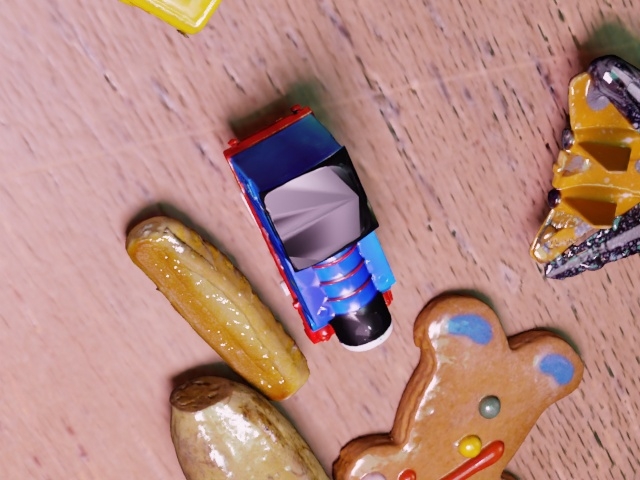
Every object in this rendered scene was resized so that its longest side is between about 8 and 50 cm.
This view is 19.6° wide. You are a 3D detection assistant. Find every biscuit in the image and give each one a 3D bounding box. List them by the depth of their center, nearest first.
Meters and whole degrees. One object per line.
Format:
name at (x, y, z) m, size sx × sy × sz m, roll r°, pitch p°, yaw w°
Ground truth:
biscuit at (0.114, 0.213, 1.678) m, size 0.205 × 0.049 × 0.324 m, roll 22°, pitch 105°, yaw -30°

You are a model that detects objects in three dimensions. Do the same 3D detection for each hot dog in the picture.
hot dog at (-0.077, 0.052, 1.520) m, size 0.066 × 0.047 × 0.216 m, roll -21°, pitch 127°, yaw 31°

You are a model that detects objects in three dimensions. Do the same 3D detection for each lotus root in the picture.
lotus root at (-0.046, 0.217, 1.585) m, size 0.110 × 0.097 × 0.258 m, roll -32°, pitch 114°, yaw -9°

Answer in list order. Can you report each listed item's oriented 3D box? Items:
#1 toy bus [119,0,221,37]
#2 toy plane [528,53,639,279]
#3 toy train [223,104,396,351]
toy bus at (-0.200, -0.273, 1.257) m, size 0.330 × 0.152 × 0.144 m, roll 28°, pitch 102°, yaw -31°
toy plane at (0.338, -0.062, 1.617) m, size 0.316 × 0.103 × 0.204 m, roll -3°, pitch 117°, yaw -29°
toy train at (0.000, 0.000, 1.478) m, size 0.082 × 0.131 × 0.204 m, roll -30°, pitch 121°, yaw -8°
